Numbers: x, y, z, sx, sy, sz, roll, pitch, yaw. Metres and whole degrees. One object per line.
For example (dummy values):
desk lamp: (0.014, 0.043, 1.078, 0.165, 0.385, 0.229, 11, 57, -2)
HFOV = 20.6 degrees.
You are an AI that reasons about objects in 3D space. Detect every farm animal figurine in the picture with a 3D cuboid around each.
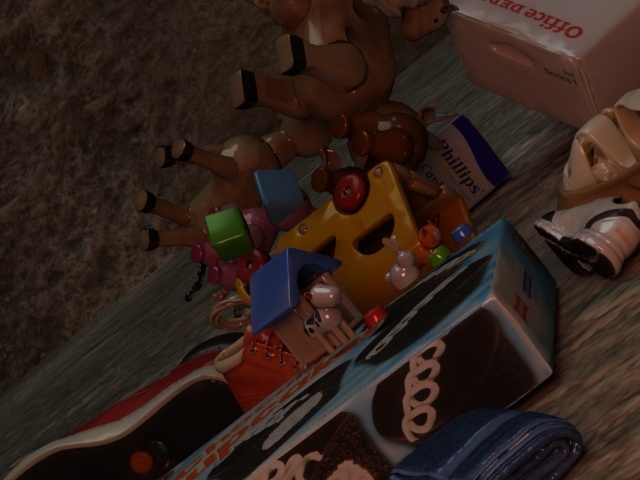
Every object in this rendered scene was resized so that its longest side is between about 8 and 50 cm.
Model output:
farm animal figurine: (0.003, -0.111, 1.452, 0.172, 0.327, 0.330, 5, -5, -38)

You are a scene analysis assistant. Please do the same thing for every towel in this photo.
towel: (0.077, 0.104, 0.831, 0.067, 0.029, 0.119, -40, 6, -12)

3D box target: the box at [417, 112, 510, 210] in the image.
box: (0.086, -0.045, 1.568, 0.137, 0.072, 0.126, -41, 8, -2)

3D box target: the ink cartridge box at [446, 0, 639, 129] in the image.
ink cartridge box: (0.231, -0.200, 1.423, 0.219, 0.092, 0.160, -42, 43, -18)

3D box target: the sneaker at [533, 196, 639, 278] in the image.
sneaker: (0.162, -0.005, 1.041, 0.044, 0.040, 0.109, -45, 16, -7)

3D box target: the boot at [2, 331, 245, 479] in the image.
boot: (-0.151, 0.163, 1.465, 0.244, 0.088, 0.176, -30, 8, 10)

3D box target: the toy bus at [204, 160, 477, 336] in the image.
toy bus: (0.022, 0.036, 1.271, 0.191, 0.104, 0.202, -12, -32, -10)

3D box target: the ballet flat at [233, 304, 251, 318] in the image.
ballet flat: (0.000, 0.000, 1.802, 0.250, 0.058, 0.084, -37, 7, 21)

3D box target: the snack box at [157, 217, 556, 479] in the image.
snack box: (-0.005, 0.121, 1.029, 0.322, 0.060, 0.187, -38, 5, 14)

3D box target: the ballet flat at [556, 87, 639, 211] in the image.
ballet flat: (0.194, -0.055, 1.050, 0.080, 0.073, 0.232, -45, 8, -24)

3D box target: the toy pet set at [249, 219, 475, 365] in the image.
toy pet set: (0.014, 0.019, 1.085, 0.114, 0.065, 0.122, -37, 2, 43)

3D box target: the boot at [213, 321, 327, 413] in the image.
boot: (-0.013, 0.086, 1.218, 0.158, 0.084, 0.059, -30, 10, 46)
